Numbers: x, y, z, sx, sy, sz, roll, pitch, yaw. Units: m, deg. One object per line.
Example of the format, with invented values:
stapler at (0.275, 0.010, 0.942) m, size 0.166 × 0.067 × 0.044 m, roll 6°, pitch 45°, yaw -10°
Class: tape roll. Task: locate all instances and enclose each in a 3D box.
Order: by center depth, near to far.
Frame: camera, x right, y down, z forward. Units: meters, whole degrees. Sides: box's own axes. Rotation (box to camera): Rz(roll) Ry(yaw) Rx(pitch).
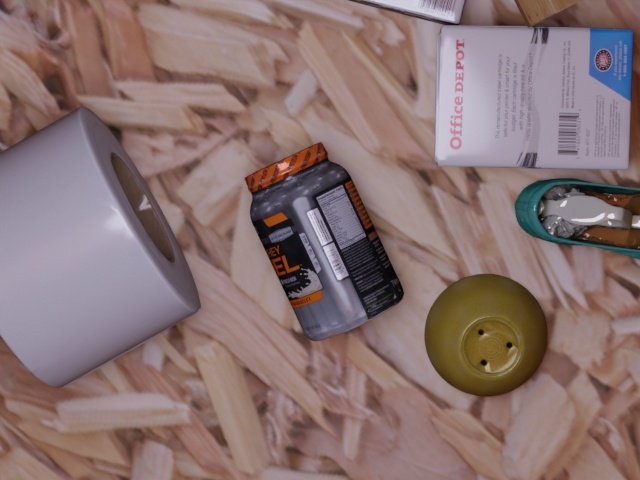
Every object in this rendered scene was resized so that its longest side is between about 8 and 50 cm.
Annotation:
tape roll at (-0.254, 0.007, 1.813) m, size 0.169 × 0.246 × 0.246 m, roll -30°, pitch 93°, yaw 4°

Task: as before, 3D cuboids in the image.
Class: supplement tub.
supplement tub at (0.000, 0.000, 1.867) m, size 0.117 × 0.117 × 0.190 m, roll -25°, pitch 93°, yaw 4°

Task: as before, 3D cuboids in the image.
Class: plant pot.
plant pot at (0.178, 0.106, 1.880) m, size 0.134 × 0.095 × 0.134 m, roll 0°, pitch 94°, yaw 2°

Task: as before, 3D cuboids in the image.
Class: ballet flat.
ballet flat at (0.329, -0.019, 1.869) m, size 0.247 × 0.087 × 0.083 m, roll 5°, pitch 94°, yaw 1°

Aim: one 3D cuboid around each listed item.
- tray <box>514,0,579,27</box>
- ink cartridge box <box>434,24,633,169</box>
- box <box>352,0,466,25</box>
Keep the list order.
tray at (0.211, -0.448, 1.812) m, size 0.203 × 0.076 × 0.411 m, roll -29°, pitch 93°, yaw -21°
ink cartridge box at (0.222, -0.150, 1.862) m, size 0.203 × 0.086 × 0.148 m, roll 2°, pitch 94°, yaw 3°
box at (-0.001, -0.296, 1.869) m, size 0.324 × 0.063 × 0.067 m, roll 14°, pitch 94°, yaw 1°
